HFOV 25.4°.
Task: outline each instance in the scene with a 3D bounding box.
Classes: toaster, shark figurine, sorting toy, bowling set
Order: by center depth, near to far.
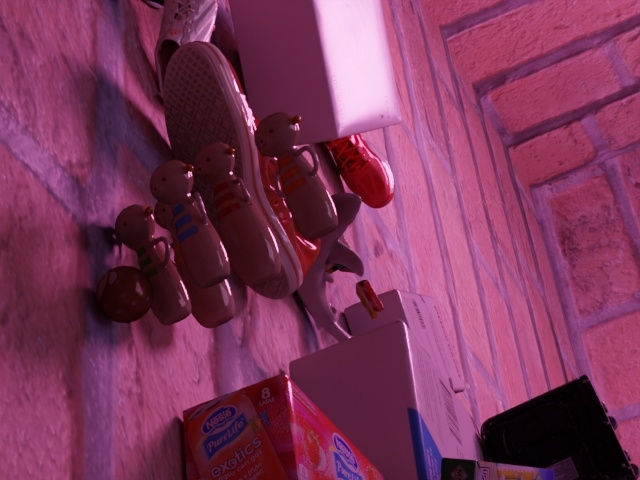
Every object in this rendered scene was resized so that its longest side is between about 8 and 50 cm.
[{"bbox_3d":[-0.135,-0.016,1.369,0.200,0.287,0.154,-12,71,-40],"label":"bowling set"},{"bbox_3d":[0.301,0.288,1.800,0.110,0.186,0.168,55,11,-48],"label":"toaster"},{"bbox_3d":[-0.011,0.065,1.858,0.116,0.166,0.278,-47,135,-46],"label":"shark figurine"},{"bbox_3d":[0.000,0.000,1.956,0.274,0.046,0.132,60,-8,-5],"label":"sorting toy"}]

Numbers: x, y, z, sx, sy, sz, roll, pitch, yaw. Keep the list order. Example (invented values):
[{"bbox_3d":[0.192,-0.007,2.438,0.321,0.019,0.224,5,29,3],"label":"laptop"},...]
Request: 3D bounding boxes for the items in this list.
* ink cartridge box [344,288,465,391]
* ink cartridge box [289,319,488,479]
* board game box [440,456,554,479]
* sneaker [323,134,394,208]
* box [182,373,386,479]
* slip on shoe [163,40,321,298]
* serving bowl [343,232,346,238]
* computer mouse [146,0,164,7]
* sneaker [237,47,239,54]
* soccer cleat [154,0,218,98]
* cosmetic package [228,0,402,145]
[{"bbox_3d":[0.131,0.166,2.137,0.219,0.093,0.160,18,52,-70],"label":"ink cartridge box"},{"bbox_3d":[0.126,0.336,1.757,0.395,0.166,0.285,53,22,-42],"label":"ink cartridge box"},{"bbox_3d":[0.189,0.406,1.574,0.213,0.046,0.317,18,74,-56],"label":"board game box"},{"bbox_3d":[0.030,-0.147,2.286,0.221,0.087,0.128,58,23,10],"label":"sneaker"},{"bbox_3d":[-0.025,0.262,1.439,0.257,0.123,0.128,51,22,-45],"label":"box"},{"bbox_3d":[-0.089,-0.089,1.671,0.101,0.123,0.331,-47,124,-40],"label":"slip on shoe"},{"bbox_3d":[0.018,-0.022,2.140,0.083,0.027,0.083,59,18,-32],"label":"serving bowl"},{"bbox_3d":[-0.220,-0.336,1.742,0.106,0.042,0.193,69,16,7],"label":"computer mouse"},{"bbox_3d":[-0.068,-0.238,2.087,0.161,0.057,0.075,51,17,-54],"label":"sneaker"},{"bbox_3d":[-0.165,-0.253,1.716,0.076,0.068,0.196,20,66,-62],"label":"soccer cleat"},{"bbox_3d":[-0.003,-0.256,2.026,0.225,0.138,0.224,-21,102,-60],"label":"cosmetic package"}]
